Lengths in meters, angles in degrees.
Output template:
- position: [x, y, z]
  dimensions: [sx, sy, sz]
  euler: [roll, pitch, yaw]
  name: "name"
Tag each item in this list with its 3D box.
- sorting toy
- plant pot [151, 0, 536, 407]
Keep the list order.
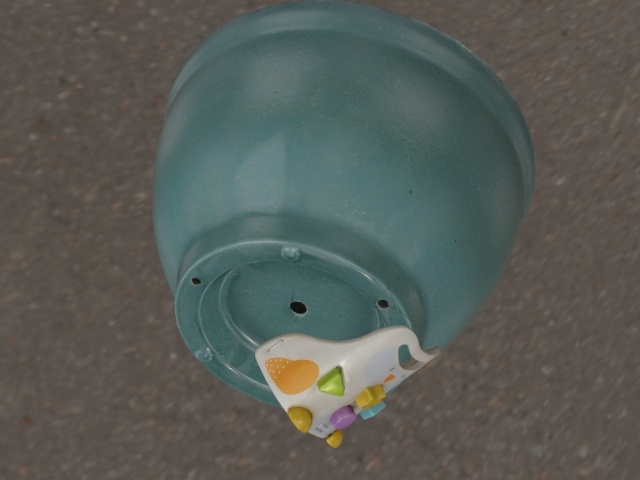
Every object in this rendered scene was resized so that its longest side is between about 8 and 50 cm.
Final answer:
- position: [0.021, 0.066, 0.819]
  dimensions: [0.075, 0.083, 0.045]
  euler: [-29, 64, 14]
  name: "sorting toy"
- position: [0.000, 0.000, 1.186]
  dimensions: [0.293, 0.196, 0.293]
  euler: [9, 135, 9]
  name: "plant pot"
